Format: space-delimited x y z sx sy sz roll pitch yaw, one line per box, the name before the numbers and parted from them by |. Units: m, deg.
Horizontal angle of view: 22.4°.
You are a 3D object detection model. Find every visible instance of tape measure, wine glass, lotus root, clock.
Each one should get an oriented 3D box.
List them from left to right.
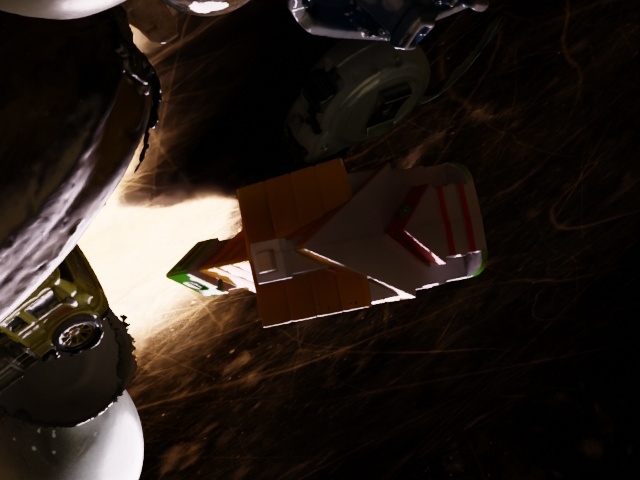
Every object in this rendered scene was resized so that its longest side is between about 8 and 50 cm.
lotus root | -0.282 -0.027 1.227 0.397 0.179 0.196 -42 141 3
wine glass | -0.292 0.197 1.803 0.190 0.190 0.357 -30 158 -18
clock | 0.000 0.001 1.810 0.235 0.166 0.309 -12 179 41
tape measure | 0.114 -0.189 1.778 0.330 0.084 0.164 -25 160 -27

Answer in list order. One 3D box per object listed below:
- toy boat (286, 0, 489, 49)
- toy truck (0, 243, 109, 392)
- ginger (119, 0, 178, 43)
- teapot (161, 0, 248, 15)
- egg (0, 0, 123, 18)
toy boat | 0.065 -0.236 1.516 0.309 0.142 0.129 -7 142 -52
toy truck | -0.354 0.086 1.559 0.272 0.124 0.157 -35 150 4
ginger | -0.163 -0.240 1.237 0.089 0.075 0.288 -57 161 -21
teapot | -0.064 -0.262 1.187 0.298 0.139 0.204 46 53 -73
egg | -0.170 -0.242 0.967 0.219 0.269 0.219 -11 112 -28
